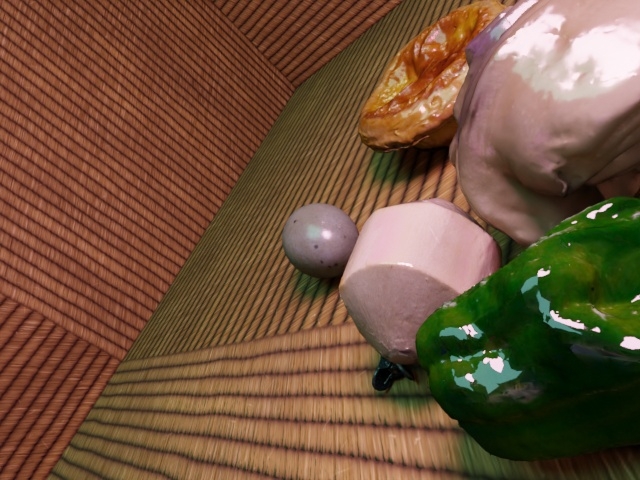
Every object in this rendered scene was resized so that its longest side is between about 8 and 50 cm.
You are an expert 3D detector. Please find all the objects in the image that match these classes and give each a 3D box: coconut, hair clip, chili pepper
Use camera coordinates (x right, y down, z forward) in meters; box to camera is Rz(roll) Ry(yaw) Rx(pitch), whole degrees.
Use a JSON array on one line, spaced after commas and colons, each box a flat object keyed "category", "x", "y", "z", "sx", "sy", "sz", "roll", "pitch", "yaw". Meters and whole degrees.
[{"category": "coconut", "x": 0.137, "y": 0.064, "z": 0.649, "sx": 0.241, "sy": 0.241, "sz": 0.241, "roll": -39, "pitch": 26, "yaw": 23}, {"category": "hair clip", "x": 0.128, "y": 0.142, "z": 0.783, "sx": 0.070, "sy": 0.039, "sz": 0.229, "roll": -34, "pitch": 27, "yaw": 35}, {"category": "chili pepper", "x": 0.266, "y": 0.073, "z": 0.422, "sx": 0.385, "sy": 0.167, "sz": 0.213, "roll": -35, "pitch": 67, "yaw": 25}]

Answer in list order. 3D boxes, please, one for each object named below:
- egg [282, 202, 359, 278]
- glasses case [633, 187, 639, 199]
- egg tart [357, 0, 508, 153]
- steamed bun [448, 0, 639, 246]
[{"category": "egg", "x": 0.000, "y": 0.000, "z": 1.056, "sx": 0.169, "sy": 0.169, "sz": 0.236, "roll": -50, "pitch": 24, "yaw": -1}, {"category": "glasses case", "x": 0.405, "y": -0.048, "z": 0.544, "sx": 0.234, "sy": 0.064, "sz": 0.079, "roll": -76, "pitch": 14, "yaw": -50}, {"category": "egg tart", "x": 0.284, "y": -0.357, "z": 1.092, "sx": 0.443, "sy": 0.178, "sz": 0.443, "roll": -37, "pitch": 28, "yaw": 24}, {"category": "steamed bun", "x": 0.290, "y": -0.178, "z": 0.590, "sx": 0.352, "sy": 0.247, "sz": 0.339, "roll": -61, "pitch": -3, "yaw": -46}]
